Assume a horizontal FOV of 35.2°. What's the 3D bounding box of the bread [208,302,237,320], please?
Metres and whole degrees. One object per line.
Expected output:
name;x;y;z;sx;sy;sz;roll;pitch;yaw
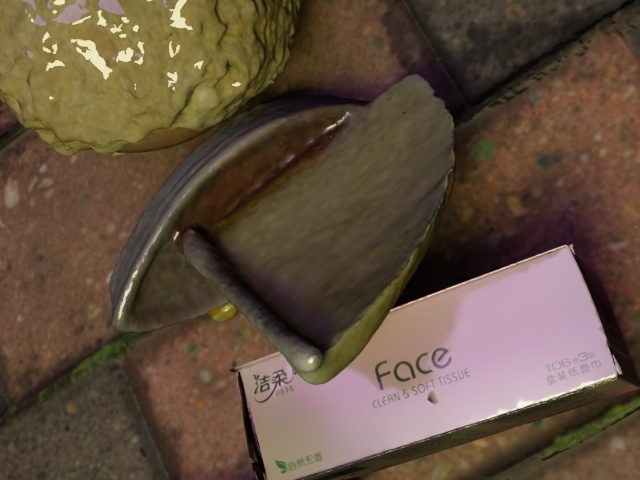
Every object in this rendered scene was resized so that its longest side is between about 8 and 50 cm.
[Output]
bread;-0.091;0.025;0.854;0.049;0.034;0.088;-12;77;28

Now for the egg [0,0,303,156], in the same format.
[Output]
egg;-0.143;-0.207;0.794;0.279;0.279;0.310;2;65;24

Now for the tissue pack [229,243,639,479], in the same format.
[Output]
tissue pack;0.083;0.096;0.704;0.246;0.148;0.092;-22;72;17

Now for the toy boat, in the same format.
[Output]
toy boat;-0.005;-0.017;0.725;0.293;0.111;0.276;10;51;48
